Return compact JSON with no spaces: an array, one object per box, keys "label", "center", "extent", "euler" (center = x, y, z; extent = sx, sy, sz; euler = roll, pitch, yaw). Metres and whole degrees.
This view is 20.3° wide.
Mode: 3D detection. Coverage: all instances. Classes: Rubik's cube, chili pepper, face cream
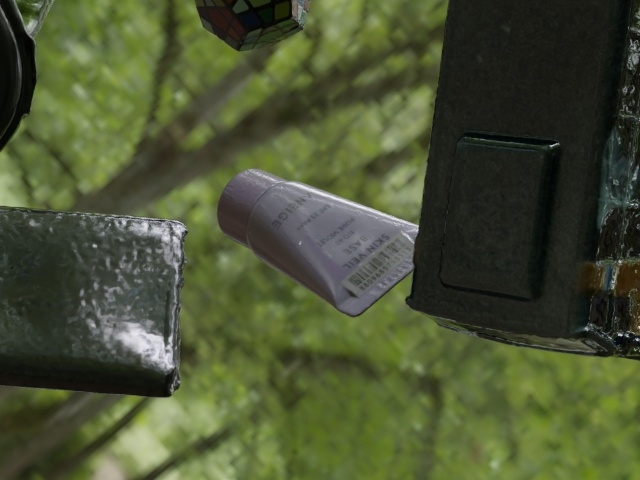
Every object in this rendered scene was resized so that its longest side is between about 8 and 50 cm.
[{"label":"Rubik's cube","center":[-0.071,-0.264,1.873],"extent":[0.112,0.133,0.133],"euler":[5,-20,20]},{"label":"chili pepper","center":[-0.330,-0.267,2.012],"extent":[0.052,0.050,0.201],"euler":[40,46,-23]},{"label":"face cream","center":[0.000,0.000,1.997],"extent":[0.274,0.154,0.096],"euler":[24,-40,43]}]

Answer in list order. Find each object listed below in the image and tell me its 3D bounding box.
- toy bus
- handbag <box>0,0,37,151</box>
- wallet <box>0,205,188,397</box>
[{"label":"toy bus","center":[0.178,-0.084,1.203],"extent":[0.162,0.323,0.194],"euler":[9,2,38]},{"label":"handbag","center":[-0.432,-0.199,1.826],"extent":[0.308,0.254,0.093],"euler":[64,-10,-7]},{"label":"wallet","center":[-0.267,0.043,1.406],"extent":[0.044,0.321,0.170],"euler":[105,-12,-50]}]
